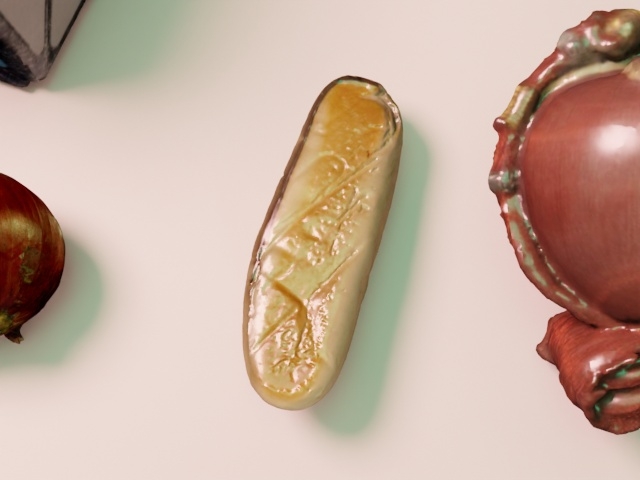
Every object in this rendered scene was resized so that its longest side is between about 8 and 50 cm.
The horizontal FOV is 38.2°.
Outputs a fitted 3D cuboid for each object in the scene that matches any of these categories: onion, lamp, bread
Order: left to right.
[{"bbox_3d":[-0.213,0.010,0.548,0.117,0.118,0.119,-34,72,-11],"label":"onion"},{"bbox_3d":[0.000,-0.001,0.558,0.073,0.053,0.214,14,70,5],"label":"bread"},{"bbox_3d":[0.202,-0.015,0.507,0.215,0.151,0.223,-4,114,10],"label":"lamp"}]

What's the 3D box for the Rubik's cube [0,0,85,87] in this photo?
[{"bbox_3d":[-0.275,-0.283,0.573,0.259,0.260,0.255,17,73,13],"label":"Rubik's cube"}]
